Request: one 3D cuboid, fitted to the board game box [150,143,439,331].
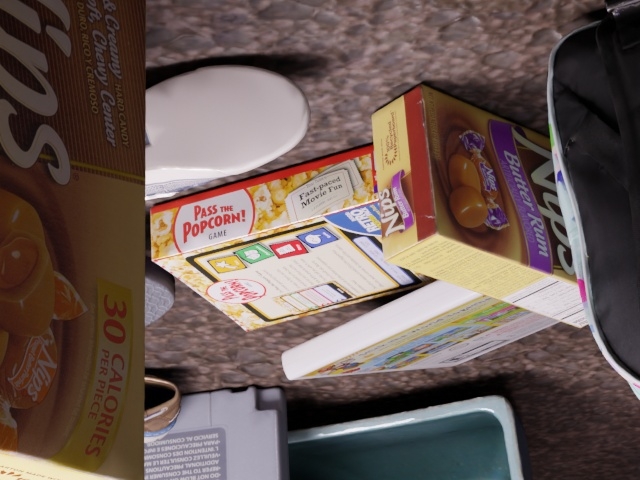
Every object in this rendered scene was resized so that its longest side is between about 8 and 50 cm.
[{"bbox_3d":[0.000,0.000,1.277,0.193,0.045,0.147,-15,152,20],"label":"board game box"}]

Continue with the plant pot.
[{"bbox_3d":[0.093,0.290,1.670,0.247,0.248,0.252,-11,169,13],"label":"plant pot"}]

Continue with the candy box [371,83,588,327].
[{"bbox_3d":[0.120,-0.020,1.185,0.187,0.109,0.053,19,146,-39],"label":"candy box"}]

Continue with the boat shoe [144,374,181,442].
[{"bbox_3d":[-0.204,0.132,1.502,0.183,0.066,0.066,-4,150,-23],"label":"boat shoe"}]

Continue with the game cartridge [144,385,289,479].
[{"bbox_3d":[-0.171,0.236,1.556,0.297,0.198,0.062,-8,153,9],"label":"game cartridge"}]

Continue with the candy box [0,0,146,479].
[{"bbox_3d":[-0.177,-0.037,0.874,0.087,0.316,0.183,-25,146,38],"label":"candy box"}]

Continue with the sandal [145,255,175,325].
[{"bbox_3d":[-0.223,0.029,1.311,0.254,0.054,0.097,-6,148,24],"label":"sandal"}]

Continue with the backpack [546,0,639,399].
[{"bbox_3d":[0.256,-0.010,1.062,0.225,0.253,0.191,-13,152,16],"label":"backpack"}]

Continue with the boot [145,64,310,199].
[{"bbox_3d":[-0.096,-0.061,1.139,0.190,0.069,0.086,-11,174,6],"label":"boot"}]

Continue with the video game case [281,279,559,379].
[{"bbox_3d":[0.117,0.054,1.362,0.227,0.026,0.206,-27,163,38],"label":"video game case"}]
